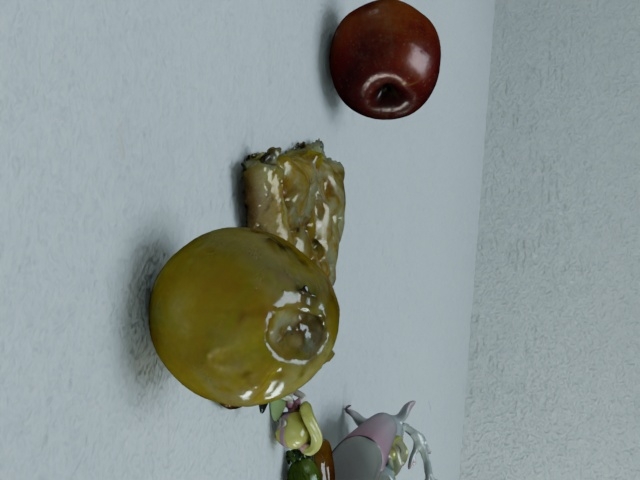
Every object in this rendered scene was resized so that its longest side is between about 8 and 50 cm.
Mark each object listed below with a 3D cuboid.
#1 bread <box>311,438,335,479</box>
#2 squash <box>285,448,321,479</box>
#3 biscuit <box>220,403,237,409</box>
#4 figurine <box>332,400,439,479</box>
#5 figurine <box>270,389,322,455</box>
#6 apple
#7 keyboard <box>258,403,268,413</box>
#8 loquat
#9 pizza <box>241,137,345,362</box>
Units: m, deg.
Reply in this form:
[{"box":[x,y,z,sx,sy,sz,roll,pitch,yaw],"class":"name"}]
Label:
[{"box":[0.002,0.426,2.074,0.126,0.044,0.129,156,-71,-83],"class":"bread"},{"box":[-0.026,0.509,1.986,0.080,0.071,0.318,-52,142,-77],"class":"squash"},{"box":[-0.127,0.165,1.704,0.228,0.031,0.176,62,33,-57],"class":"biscuit"},{"box":[0.112,0.458,2.284,0.315,0.206,0.284,-33,117,-62],"class":"figurine"},{"box":[-0.045,0.271,1.920,0.083,0.083,0.187,20,63,-72],"class":"figurine"},{"box":[0.124,-0.346,2.181,0.218,0.218,0.201,73,18,-46],"class":"apple"},{"box":[-0.096,0.165,1.727,0.074,0.015,0.196,-68,154,-57],"class":"keyboard"},{"box":[-0.102,0.095,1.441,0.244,0.244,0.244,1,90,-73],"class":"loquat"},{"box":[-0.027,0.029,1.922,0.435,0.080,0.392,-23,111,-69],"class":"pizza"}]
